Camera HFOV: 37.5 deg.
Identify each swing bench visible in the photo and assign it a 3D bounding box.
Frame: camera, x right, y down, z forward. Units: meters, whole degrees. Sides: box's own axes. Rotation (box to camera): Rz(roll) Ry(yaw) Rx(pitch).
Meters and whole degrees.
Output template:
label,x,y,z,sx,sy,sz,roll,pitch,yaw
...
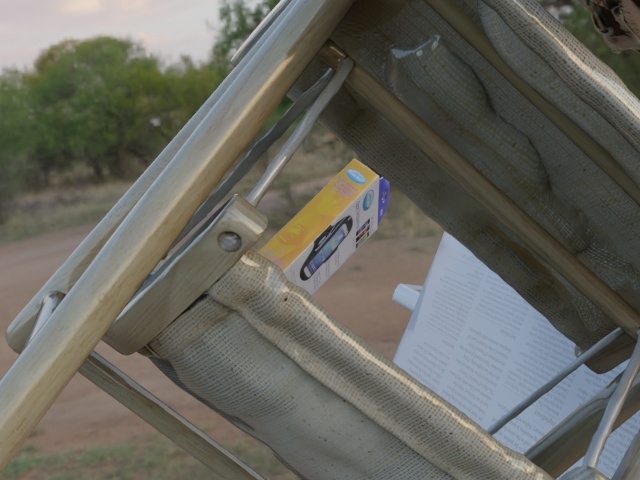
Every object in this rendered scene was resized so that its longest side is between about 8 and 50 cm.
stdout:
label,x,y,z,sx,sy,sz,roll,pitch,yaw
swing bench,0.037,0.038,0.402,0.255,0.253,0.165,-50,15,0

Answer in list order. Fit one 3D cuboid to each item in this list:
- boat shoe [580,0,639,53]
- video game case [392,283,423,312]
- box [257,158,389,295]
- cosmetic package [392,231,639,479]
label,x,y,z,sx,sy,sz,roll,pitch,yaw
boat shoe,0.120,-0.121,0.369,0.095,0.095,0.257,15,-3,31
video game case,0.220,0.116,1.099,0.227,0.026,0.206,29,10,30
box,0.000,0.000,0.693,0.136,0.028,0.081,-47,-20,-20
cosmetic package,0.146,0.149,0.650,0.097,0.284,0.377,24,1,-17
